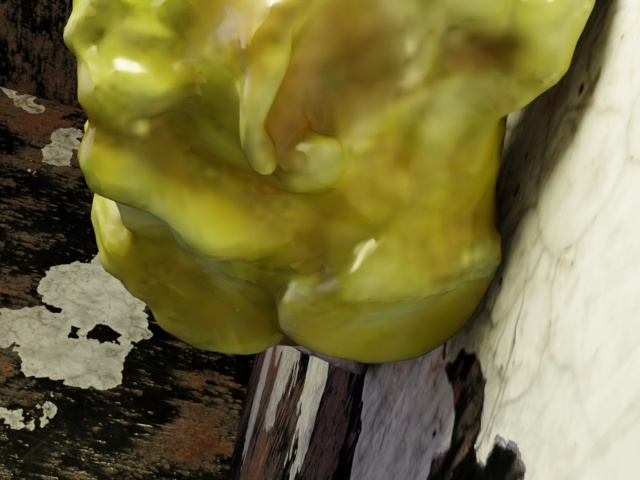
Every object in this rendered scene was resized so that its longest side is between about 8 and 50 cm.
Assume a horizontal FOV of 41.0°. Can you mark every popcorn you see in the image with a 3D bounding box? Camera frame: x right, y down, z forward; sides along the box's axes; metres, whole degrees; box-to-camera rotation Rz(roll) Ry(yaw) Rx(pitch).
[{"bbox_3d":[-0.009,-0.099,0.532,0.334,0.293,0.293,103,152,-44],"label":"popcorn"}]

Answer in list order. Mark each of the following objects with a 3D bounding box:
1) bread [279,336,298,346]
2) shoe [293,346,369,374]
[{"bbox_3d":[0.000,0.000,0.765,0.230,0.123,0.230,-28,34,21],"label":"bread"},{"bbox_3d":[-0.013,0.076,0.898,0.245,0.138,0.095,165,116,-84],"label":"shoe"}]
